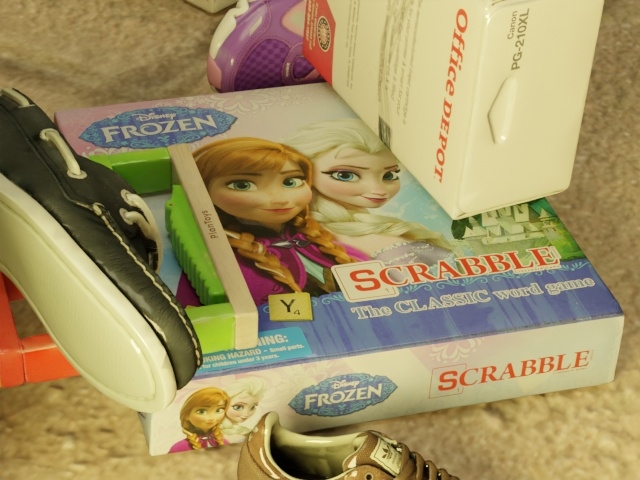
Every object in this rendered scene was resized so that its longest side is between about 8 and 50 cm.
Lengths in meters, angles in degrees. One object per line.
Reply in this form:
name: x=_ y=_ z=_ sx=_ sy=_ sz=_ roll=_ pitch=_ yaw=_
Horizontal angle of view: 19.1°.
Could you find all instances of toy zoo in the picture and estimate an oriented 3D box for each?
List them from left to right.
toy zoo: x=-0.204 y=0.020 z=1.194 sx=0.293 sy=0.030 sz=0.192 roll=-9 pitch=38 yaw=-15

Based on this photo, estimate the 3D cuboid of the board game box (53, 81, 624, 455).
board game box: x=0.000 y=0.000 z=1.320 sx=0.319 sy=0.066 sz=0.318 roll=-8 pitch=38 yaw=-17

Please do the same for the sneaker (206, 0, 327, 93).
sneaker: x=0.021 y=-0.158 z=1.528 sx=0.236 sy=0.095 sz=0.104 roll=-20 pitch=50 yaw=-32

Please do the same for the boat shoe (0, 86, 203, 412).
boat shoe: x=-0.147 y=-0.009 z=1.116 sx=0.091 sy=0.114 sz=0.302 roll=-27 pitch=47 yaw=-25

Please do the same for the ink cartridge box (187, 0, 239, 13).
ink cartridge box: x=-0.174 y=-0.369 z=1.646 sx=0.296 sy=0.261 sz=0.066 roll=30 pitch=43 yaw=30

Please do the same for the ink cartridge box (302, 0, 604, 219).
ink cartridge box: x=0.086 y=-0.153 z=1.337 sx=0.100 sy=0.172 sz=0.237 roll=-13 pitch=39 yaw=-24

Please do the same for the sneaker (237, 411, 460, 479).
sneaker: x=0.041 y=0.151 z=1.110 sx=0.188 sy=0.071 sz=0.066 roll=11 pitch=36 yaw=9
